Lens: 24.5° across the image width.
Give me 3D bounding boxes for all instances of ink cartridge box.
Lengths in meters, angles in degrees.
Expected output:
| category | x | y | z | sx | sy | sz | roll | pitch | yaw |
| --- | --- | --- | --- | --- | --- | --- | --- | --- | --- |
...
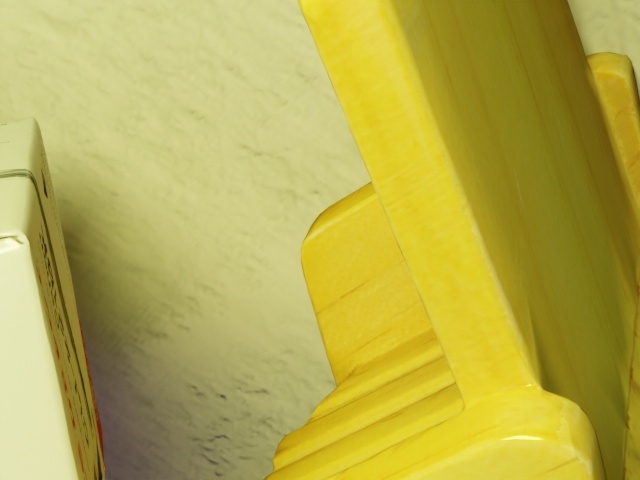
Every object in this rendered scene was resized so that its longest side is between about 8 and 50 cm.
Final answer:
| category | x | y | z | sx | sy | sz | roll | pitch | yaw |
| --- | --- | --- | --- | --- | --- | --- | --- | --- | --- |
| ink cartridge box | -0.170 | 0.066 | 0.690 | 0.114 | 0.273 | 0.197 | -11 | 106 | -6 |

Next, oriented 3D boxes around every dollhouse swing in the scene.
| category | x | y | z | sx | sy | sz | roll | pitch | yaw |
| --- | --- | --- | --- | --- | --- | --- | --- | --- | --- |
| dollhouse swing | 0.000 | 0.000 | 0.663 | 0.315 | 0.347 | 0.305 | -30 | 108 | 27 |
